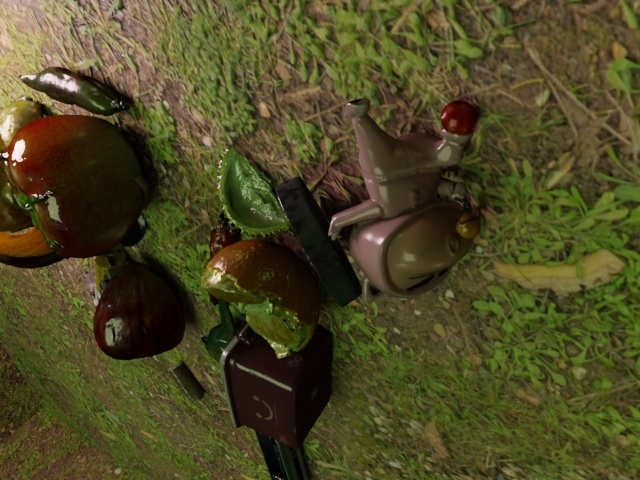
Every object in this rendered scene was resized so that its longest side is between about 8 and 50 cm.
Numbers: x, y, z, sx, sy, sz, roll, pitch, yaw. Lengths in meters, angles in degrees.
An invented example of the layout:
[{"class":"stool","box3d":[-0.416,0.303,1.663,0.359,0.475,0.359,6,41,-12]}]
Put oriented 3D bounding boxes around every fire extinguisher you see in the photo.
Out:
[{"class":"fire extinguisher","box3d":[-0.542,-0.019,1.594,0.294,0.093,0.118,-7,102,49]}]

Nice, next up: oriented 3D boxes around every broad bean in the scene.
[{"class":"broad bean","box3d":[-0.502,-0.308,1.297,0.339,0.061,0.077,22,150,31]}]

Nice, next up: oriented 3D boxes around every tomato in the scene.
[{"class":"tomato","box3d":[-0.499,-0.119,1.330,0.303,0.239,0.303,39,148,31]}]

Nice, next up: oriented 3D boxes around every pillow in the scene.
[{"class":"pillow","box3d":[-0.633,0.215,1.928,0.169,0.059,0.255,45,157,60]}]

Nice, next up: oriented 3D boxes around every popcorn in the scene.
[{"class":"popcorn","box3d":[-0.777,-0.170,1.519,0.326,0.290,0.321,45,145,2]}]

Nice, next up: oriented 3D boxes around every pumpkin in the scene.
[{"class":"pumpkin","box3d":[-0.629,0.007,1.482,0.148,0.312,0.169,43,137,13]}]

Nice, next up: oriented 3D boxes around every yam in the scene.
[{"class":"yam","box3d":[-0.405,0.427,1.926,0.054,0.054,0.132,-10,116,50]}]

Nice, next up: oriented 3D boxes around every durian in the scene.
[{"class":"durian","box3d":[-0.116,-0.064,1.128,0.100,0.086,0.215,-33,97,41]}]

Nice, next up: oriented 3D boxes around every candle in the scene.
[{"class":"candle","box3d":[-0.204,0.046,1.337,0.084,0.059,0.302,19,139,11]}]

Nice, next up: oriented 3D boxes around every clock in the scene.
[{"class":"clock","box3d":[0.000,0.000,0.986,0.215,0.042,0.215,61,-176,-8]}]

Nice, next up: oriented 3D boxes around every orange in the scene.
[{"class":"orange","box3d":[-0.099,0.091,1.180,0.237,0.158,0.179,46,148,-23]}]

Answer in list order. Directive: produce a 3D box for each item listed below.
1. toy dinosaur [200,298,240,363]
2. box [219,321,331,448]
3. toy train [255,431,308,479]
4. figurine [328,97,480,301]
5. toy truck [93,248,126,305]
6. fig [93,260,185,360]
[{"class":"toy dinosaur","box3d":[-0.249,0.199,1.483,0.447,0.087,0.301,2,135,52]},{"class":"box","box3d":[-0.082,0.290,1.348,0.167,0.193,0.294,20,138,20]},{"class":"toy train","box3d":[-0.098,0.564,1.709,0.086,0.088,0.407,18,136,32]},{"class":"figurine","box3d":[0.115,-0.041,0.836,0.186,0.176,0.287,42,139,53]},{"class":"toy truck","box3d":[-0.564,0.118,1.745,0.114,0.098,0.227,56,147,22]},{"class":"fig","box3d":[-0.462,0.193,1.618,0.224,0.224,0.263,23,132,30]}]
